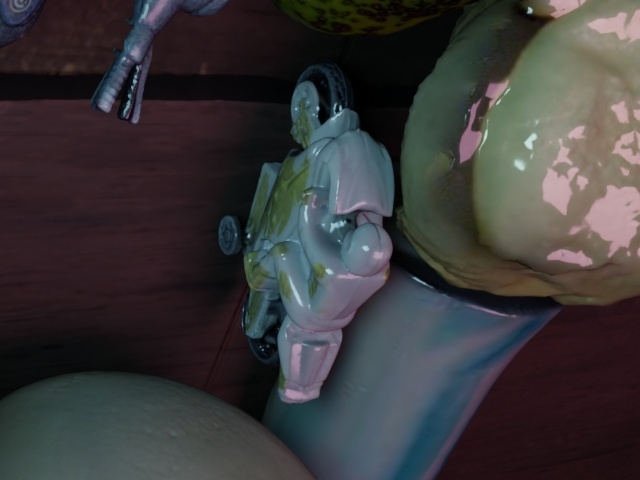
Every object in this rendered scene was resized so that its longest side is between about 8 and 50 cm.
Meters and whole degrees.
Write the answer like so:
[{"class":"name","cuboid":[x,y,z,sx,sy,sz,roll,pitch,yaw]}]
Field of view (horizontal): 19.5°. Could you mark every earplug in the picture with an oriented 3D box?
[{"class":"earplug","cuboid":[0.044,0.122,1.413,0.185,0.185,0.324,-9,132,-45]}]

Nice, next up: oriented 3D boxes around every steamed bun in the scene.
[{"class":"steamed bun","cuboid":[-0.106,0.227,1.194,0.206,0.324,0.324,-40,153,29]},{"class":"steamed bun","cuboid":[0.198,-0.135,1.263,0.325,0.230,0.372,13,92,-31]}]

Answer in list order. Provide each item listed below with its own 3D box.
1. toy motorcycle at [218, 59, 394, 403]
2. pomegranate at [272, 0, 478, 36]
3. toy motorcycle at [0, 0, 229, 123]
[{"class":"toy motorcycle","cuboid":[0.000,0.000,1.253,0.074,0.151,0.228,3,112,-32]},{"class":"pomegranate","cuboid":[0.037,-0.250,1.072,0.204,0.276,0.222,28,125,-18]},{"class":"toy motorcycle","cuboid":[-0.105,-0.231,0.870,0.125,0.213,0.358,-13,130,-43]}]
